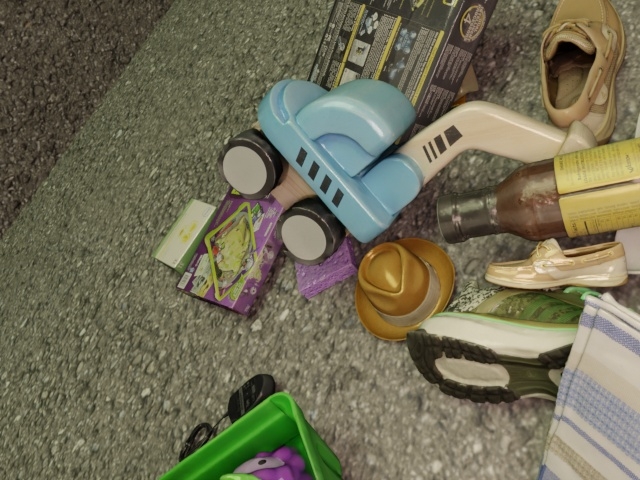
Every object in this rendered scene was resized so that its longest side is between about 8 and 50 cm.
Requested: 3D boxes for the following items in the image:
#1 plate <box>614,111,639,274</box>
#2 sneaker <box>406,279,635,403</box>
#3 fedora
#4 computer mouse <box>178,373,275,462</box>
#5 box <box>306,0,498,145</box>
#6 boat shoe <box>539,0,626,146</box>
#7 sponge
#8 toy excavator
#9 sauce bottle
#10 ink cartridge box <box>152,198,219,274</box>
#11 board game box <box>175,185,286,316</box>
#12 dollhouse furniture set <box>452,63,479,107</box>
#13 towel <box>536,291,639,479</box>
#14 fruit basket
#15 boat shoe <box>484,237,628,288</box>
[{"bbox_3d":[0.526,-0.068,0.756,0.277,0.045,0.278,0,60,42],"label":"plate"},{"bbox_3d":[0.312,0.102,0.755,0.410,0.158,0.182,1,43,37],"label":"sneaker"},{"bbox_3d":[0.118,0.063,0.989,0.194,0.079,0.195,-23,47,27],"label":"fedora"},{"bbox_3d":[-0.160,0.318,1.077,0.242,0.041,0.071,-42,31,18],"label":"computer mouse"},{"bbox_3d":[0.137,-0.376,1.152,0.318,0.097,0.395,38,114,43],"label":"box"},{"bbox_3d":[0.414,-0.302,0.988,0.121,0.110,0.341,-12,52,35],"label":"boat shoe"},{"bbox_3d":[0.000,0.000,1.181,0.117,0.031,0.210,-31,43,21],"label":"sponge"},{"bbox_3d":[0.124,-0.135,0.960,0.445,0.433,0.222,-40,3,37],"label":"toy excavator"},{"bbox_3d":[0.322,-0.060,0.784,0.344,0.111,0.112,-9,53,27],"label":"sauce bottle"},{"bbox_3d":[-0.267,0.005,1.399,0.235,0.056,0.171,19,72,50],"label":"ink cartridge box"},{"bbox_3d":[-0.151,-0.026,1.281,0.208,0.056,0.347,9,67,49],"label":"board game box"},{"bbox_3d":[0.222,-0.360,1.241,0.197,0.151,0.302,-28,67,42],"label":"dollhouse furniture set"},{"bbox_3d":[0.310,0.216,0.594,0.034,0.285,0.209,-13,32,-26],"label":"towel"},{"bbox_3d":[-0.155,0.381,0.766,0.392,0.392,0.283,-38,41,12],"label":"fruit basket"},{"bbox_3d":[0.292,0.026,0.772,0.169,0.059,0.063,-3,11,9],"label":"boat shoe"}]
